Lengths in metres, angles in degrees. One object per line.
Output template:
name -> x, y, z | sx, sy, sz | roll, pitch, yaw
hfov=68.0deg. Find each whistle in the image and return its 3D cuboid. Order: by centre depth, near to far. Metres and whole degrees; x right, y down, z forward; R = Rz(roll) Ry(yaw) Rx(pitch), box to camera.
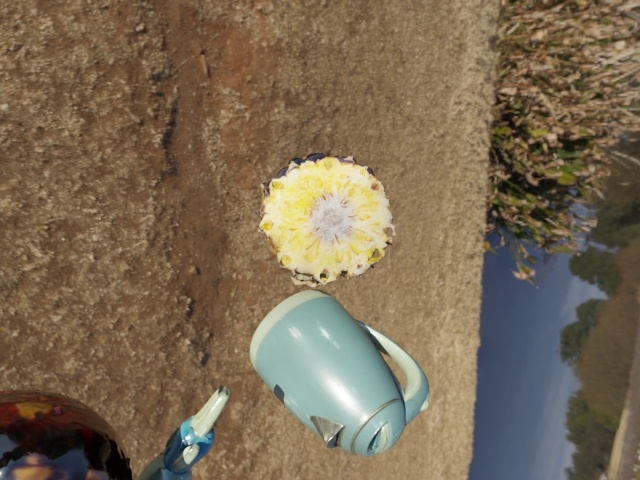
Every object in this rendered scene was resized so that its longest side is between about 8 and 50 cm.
whistle -> -0.215, 0.337, 0.760 | 0.077, 0.114, 0.236 | 36, 92, -10

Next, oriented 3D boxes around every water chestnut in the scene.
water chestnut -> -0.368, 0.351, 0.546 | 0.335, 0.346, 0.336 | 6, 79, -36

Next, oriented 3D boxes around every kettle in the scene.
kettle -> 0.067, 0.289, 1.031 | 0.319, 0.342, 0.247 | -18, 132, -35

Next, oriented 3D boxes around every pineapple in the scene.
pineapple -> 0.000, 0.000, 0.940 | 0.263, 0.262, 0.272 | -61, 173, -21
